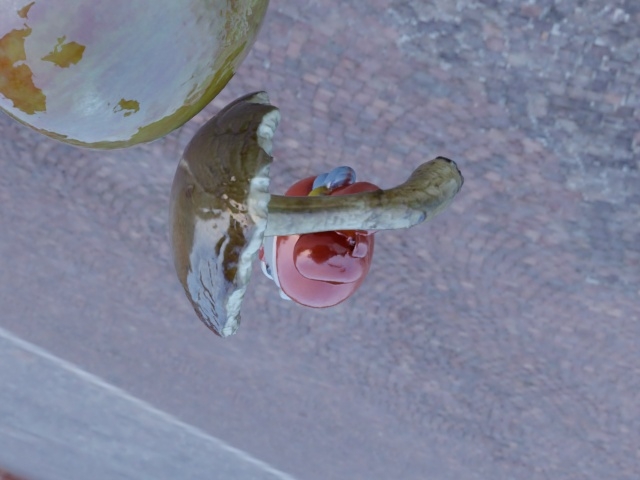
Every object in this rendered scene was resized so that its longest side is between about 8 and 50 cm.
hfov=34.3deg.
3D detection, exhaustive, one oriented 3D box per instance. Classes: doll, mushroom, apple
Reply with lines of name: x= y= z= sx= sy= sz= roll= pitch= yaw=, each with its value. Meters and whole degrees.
doll: x=0.000 y=0.000 z=1.232 sx=0.129 sy=0.161 sz=0.290 roll=11 pitch=171 yaw=-20
mushroom: x=-0.006 y=-0.048 z=0.970 sx=0.233 sy=0.301 sz=0.208 roll=-116 pitch=2 yaw=-65
apple: x=-0.156 y=-0.209 z=0.763 sx=0.264 sy=0.264 sz=0.264 roll=17 pitch=160 yaw=6
